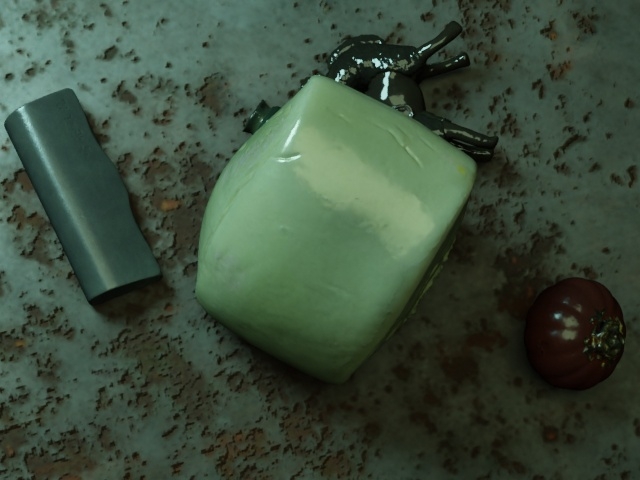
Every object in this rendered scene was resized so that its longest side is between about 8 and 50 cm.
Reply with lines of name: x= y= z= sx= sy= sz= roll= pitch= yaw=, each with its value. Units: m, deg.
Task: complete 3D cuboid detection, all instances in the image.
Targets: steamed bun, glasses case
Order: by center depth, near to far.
steamed bun: x=0.000 y=0.000 z=1.416 sx=0.200 sy=0.155 sz=0.250 roll=30 pitch=119 yaw=-2
glasses case: x=-0.210 y=-0.039 z=1.507 sx=0.072 sy=0.042 sz=0.190 roll=-23 pitch=80 yaw=-20

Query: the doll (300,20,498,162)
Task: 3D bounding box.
doll: x=0.068 y=-0.127 z=1.555 sx=0.165 sy=0.057 sz=0.139 roll=-12 pitch=79 yaw=-1

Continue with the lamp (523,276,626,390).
lamp: x=0.226 y=0.083 z=1.503 sx=0.101 sy=0.090 sz=0.101 roll=-6 pitch=101 yaw=-35

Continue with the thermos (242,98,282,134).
thermos: x=0.017 y=-0.060 z=1.517 sx=0.188 sy=0.083 sz=0.073 roll=33 pitch=70 yaw=-3
